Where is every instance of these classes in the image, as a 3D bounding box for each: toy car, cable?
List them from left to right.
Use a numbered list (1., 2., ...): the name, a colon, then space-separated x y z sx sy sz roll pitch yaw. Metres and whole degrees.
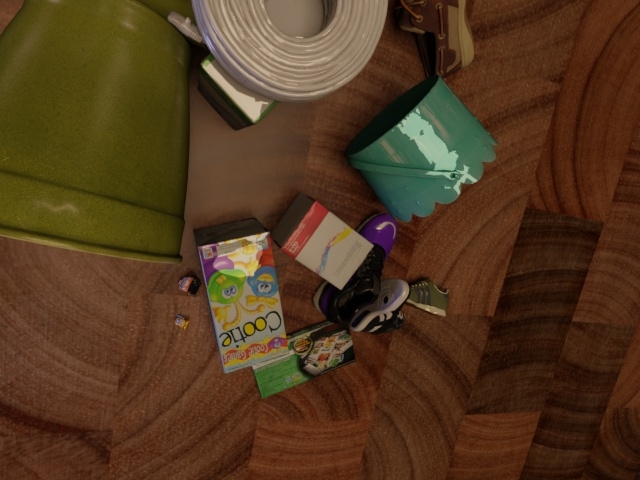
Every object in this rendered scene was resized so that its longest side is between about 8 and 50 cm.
1. toy car: -0.297 0.132 0.899 0.040 0.060 0.122 20 90 8
2. cable: -0.036 -0.318 0.550 0.257 0.089 0.257 37 90 -21

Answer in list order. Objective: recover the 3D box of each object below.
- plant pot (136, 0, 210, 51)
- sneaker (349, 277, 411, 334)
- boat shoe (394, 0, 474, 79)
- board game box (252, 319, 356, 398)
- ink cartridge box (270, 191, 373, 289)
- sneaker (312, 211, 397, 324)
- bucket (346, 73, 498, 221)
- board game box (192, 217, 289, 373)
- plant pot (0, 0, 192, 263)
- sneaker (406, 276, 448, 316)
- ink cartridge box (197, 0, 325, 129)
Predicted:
1. plant pot: -0.290 -0.481 0.644 0.293 0.275 0.275 15 99 -7
2. sneaker: 0.176 0.164 1.028 0.121 0.079 0.217 14 141 -27
3. boat shoe: 0.219 -0.475 0.861 0.123 0.123 0.342 -34 140 6
4. board game box: -0.042 0.288 1.046 0.259 0.030 0.136 -17 111 -15
5. ink cartridge box: 0.000 0.000 0.929 0.176 0.128 0.127 35 91 -24
6. sneaker: 0.108 0.076 0.979 0.102 0.146 0.294 32 92 -24
7. bucket: 0.200 -0.192 0.879 0.281 0.281 0.183 -45 105 -4
8. board game box: -0.168 0.110 0.889 0.141 0.144 0.276 -12 109 -17
9. plant pot: -0.360 -0.177 0.655 0.366 0.366 0.354 15 88 -23
10. sneaker: 0.260 0.134 1.103 0.192 0.064 0.086 22 81 -19
11. ink cartridge box: -0.104 -0.306 0.729 0.201 0.278 0.117 -46 111 -3
